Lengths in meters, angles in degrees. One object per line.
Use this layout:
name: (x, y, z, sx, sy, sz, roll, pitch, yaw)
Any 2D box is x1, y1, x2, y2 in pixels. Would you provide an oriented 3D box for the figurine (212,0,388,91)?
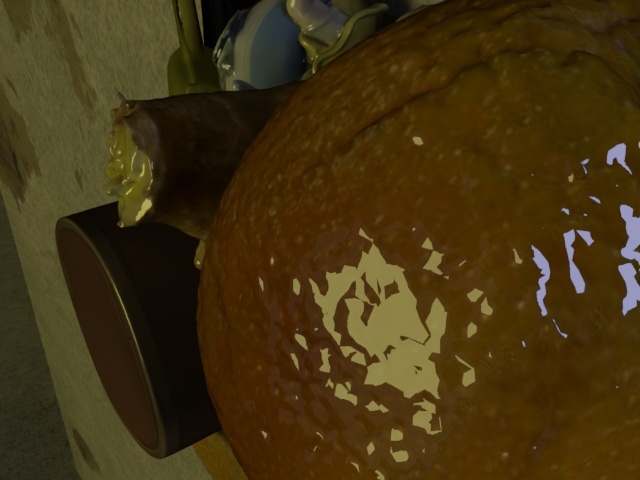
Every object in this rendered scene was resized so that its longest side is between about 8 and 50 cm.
figurine: (0.007, -0.130, 0.935, 0.128, 0.184, 0.208, -33, -42, -85)

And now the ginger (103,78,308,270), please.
ginger: (0.023, -0.006, 0.826, 0.375, 0.236, 0.166, 43, -144, -66)

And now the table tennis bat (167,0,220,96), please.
table tennis bat: (-0.117, -0.173, 1.120, 0.368, 0.054, 0.224, -108, 9, -64)

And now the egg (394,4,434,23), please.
egg: (0.084, -0.131, 0.851, 0.083, 0.071, 0.071, 11, 122, 43)

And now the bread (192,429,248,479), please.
bread: (-0.067, 0.264, 1.479, 0.275, 0.114, 0.184, 21, 141, 62)

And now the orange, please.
orange: (0.101, 0.029, 0.621, 0.322, 0.322, 0.357, 59, 151, 22)

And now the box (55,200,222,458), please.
box: (-0.153, 0.072, 1.387, 0.301, 0.216, 0.301, 49, 153, 37)

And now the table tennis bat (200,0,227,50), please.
table tennis bat: (-0.113, -0.298, 1.214, 0.154, 0.021, 0.274, 47, 149, 44)
